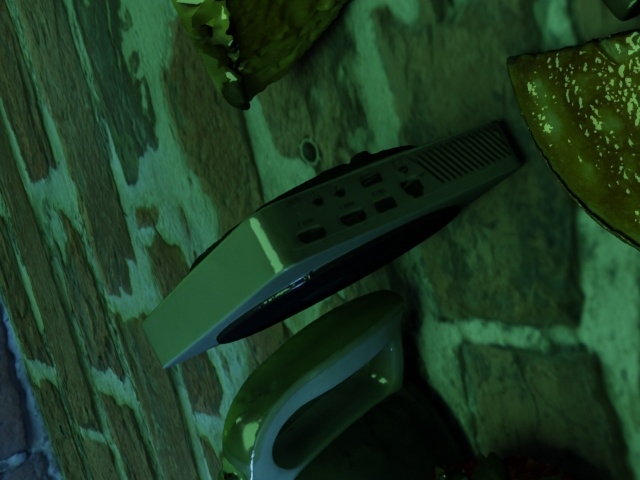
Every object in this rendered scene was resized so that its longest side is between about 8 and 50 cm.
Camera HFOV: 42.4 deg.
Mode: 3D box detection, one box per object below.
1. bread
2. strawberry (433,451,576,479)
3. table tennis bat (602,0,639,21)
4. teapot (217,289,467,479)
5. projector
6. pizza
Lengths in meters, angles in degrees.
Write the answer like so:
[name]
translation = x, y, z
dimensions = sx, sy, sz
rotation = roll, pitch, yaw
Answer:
[bread]
translation = -0.074, -0.271, 0.732
dimensions = 0.204, 0.162, 0.262
rotation = 56, 166, 14
[strawberry]
translation = 0.184, 0.282, 0.735
dimensions = 0.188, 0.106, 0.286
rotation = 28, 142, 40
[table tennis bat]
translation = 0.148, -0.246, 0.573
dimensions = 0.234, 0.022, 0.131
rotation = 59, 143, 17
[teapot]
translation = 0.015, 0.244, 0.816
dimensions = 0.239, 0.239, 0.322
rotation = 51, 140, 20
[projector]
translation = 0.000, 0.000, 0.688
dimensions = 0.079, 0.257, 0.259
rotation = 61, 144, 7
[pizza]
translation = 0.208, -0.099, 0.556
dimensions = 0.185, 0.036, 0.176
rotation = 50, 139, 26
